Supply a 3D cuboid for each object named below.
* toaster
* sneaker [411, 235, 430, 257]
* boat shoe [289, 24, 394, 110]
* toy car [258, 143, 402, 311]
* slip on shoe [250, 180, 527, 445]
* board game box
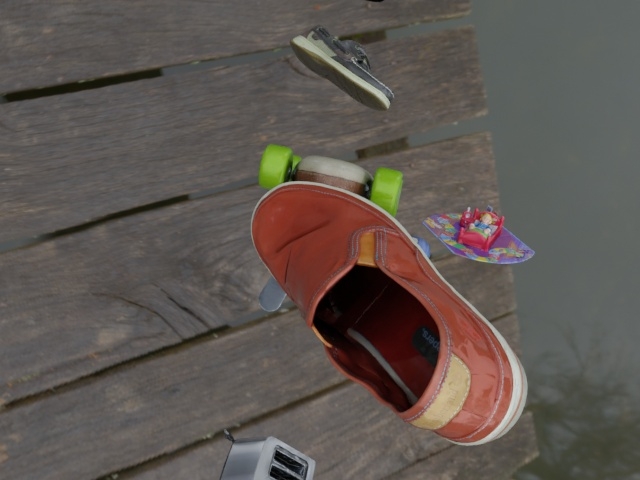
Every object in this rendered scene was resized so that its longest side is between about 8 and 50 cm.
[{"bbox_3d":[-0.106,0.465,1.398,0.185,0.110,0.168,40,48,-31],"label":"toaster"},{"bbox_3d":[0.071,0.030,1.522,0.296,0.112,0.131,-14,123,11],"label":"sneaker"},{"bbox_3d":[0.041,-0.283,1.187,0.073,0.223,0.080,-48,146,-4],"label":"boat shoe"},{"bbox_3d":[0.000,0.000,0.867,0.155,0.149,0.189,13,91,7],"label":"toy car"},{"bbox_3d":[0.027,0.039,0.625,0.101,0.331,0.123,19,108,-43],"label":"slip on shoe"},{"bbox_3d":[0.232,-0.019,1.097,0.133,0.169,0.033,-1,116,-20],"label":"board game box"}]
